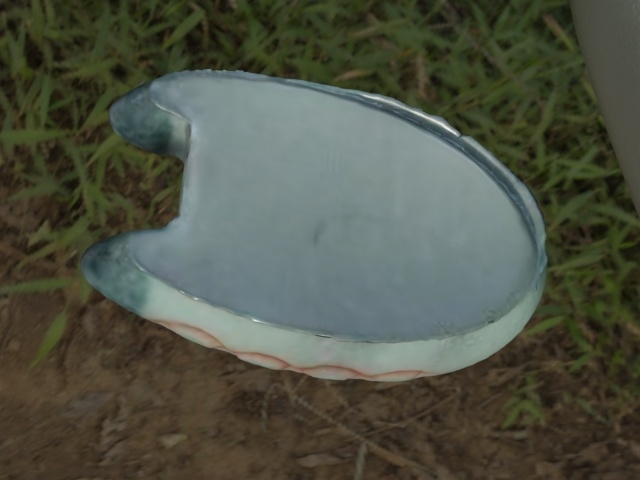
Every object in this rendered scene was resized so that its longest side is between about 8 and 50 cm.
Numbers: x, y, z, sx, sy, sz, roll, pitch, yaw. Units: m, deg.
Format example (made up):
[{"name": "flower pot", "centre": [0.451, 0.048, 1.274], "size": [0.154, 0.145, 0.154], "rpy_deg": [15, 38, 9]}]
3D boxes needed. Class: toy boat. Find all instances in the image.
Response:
[{"name": "toy boat", "centre": [0.000, 0.000, 0.561], "size": [0.207, 0.079, 0.134], "rpy_deg": [10, 59, -13]}]

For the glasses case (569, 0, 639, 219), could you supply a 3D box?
[{"name": "glasses case", "centre": [0.175, -0.077, 0.565], "size": [0.083, 0.128, 0.308], "rpy_deg": [-2, 47, -3]}]
